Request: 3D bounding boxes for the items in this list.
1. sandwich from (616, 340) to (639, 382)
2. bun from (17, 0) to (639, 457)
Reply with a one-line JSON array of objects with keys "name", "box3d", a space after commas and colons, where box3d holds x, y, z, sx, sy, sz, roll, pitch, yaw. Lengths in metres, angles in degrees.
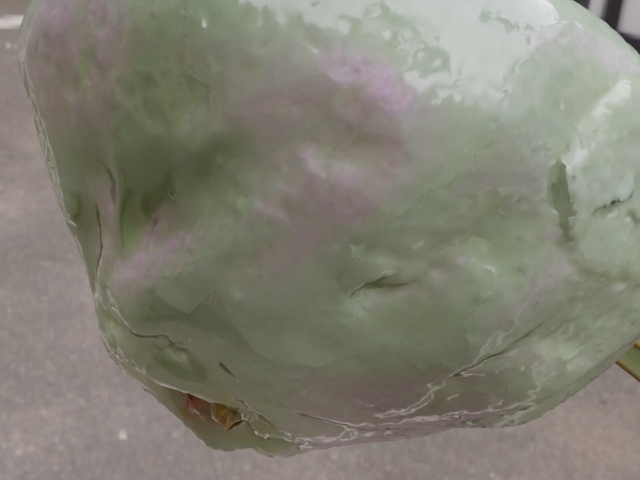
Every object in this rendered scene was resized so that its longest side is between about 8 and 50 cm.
[{"name": "sandwich", "box3d": [0.272, 0.055, 1.005, 0.163, 0.079, 0.113, 38, 28, 10]}, {"name": "bun", "box3d": [0.000, 0.000, 0.516, 0.293, 0.187, 0.293, 17, -13, 4]}]
